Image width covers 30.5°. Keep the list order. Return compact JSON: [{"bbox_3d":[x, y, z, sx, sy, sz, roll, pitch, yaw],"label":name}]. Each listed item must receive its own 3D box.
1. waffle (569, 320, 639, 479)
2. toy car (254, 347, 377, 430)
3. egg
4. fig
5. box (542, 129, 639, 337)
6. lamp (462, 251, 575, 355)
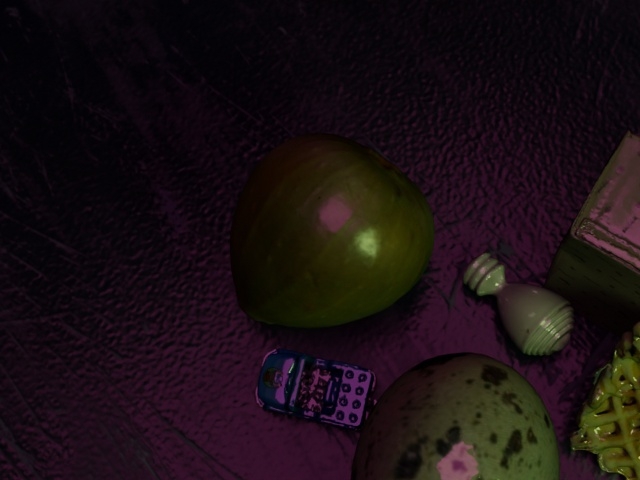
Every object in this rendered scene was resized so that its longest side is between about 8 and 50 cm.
[{"bbox_3d":[0.517,0.250,1.652,0.297,0.317,0.073,23,42,4],"label":"waffle"},{"bbox_3d":[-0.008,0.223,1.771,0.191,0.100,0.097,11,79,12],"label":"toy car"},{"bbox_3d":[0.182,0.343,1.626,0.287,0.287,0.379,13,73,8],"label":"egg"},{"bbox_3d":[0.000,0.000,1.751,0.316,0.316,0.316,-1,75,4],"label":"fig"},{"bbox_3d":[0.472,0.015,1.695,0.225,0.297,0.190,30,76,12],"label":"box"},{"bbox_3d":[0.302,0.097,1.786,0.106,0.106,0.193,-45,69,-8],"label":"lamp"}]
